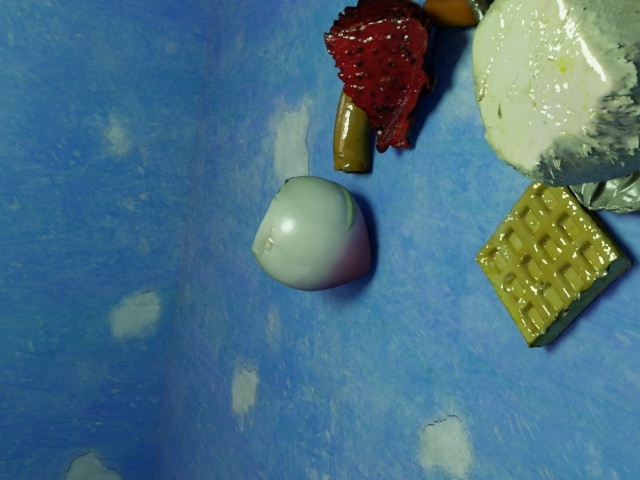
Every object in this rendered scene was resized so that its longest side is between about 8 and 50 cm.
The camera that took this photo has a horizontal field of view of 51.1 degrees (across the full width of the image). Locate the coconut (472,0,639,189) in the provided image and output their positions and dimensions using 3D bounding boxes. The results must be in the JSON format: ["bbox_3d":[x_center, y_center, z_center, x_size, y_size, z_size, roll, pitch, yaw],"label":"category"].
[{"bbox_3d":[0.383,-0.216,0.848,0.297,0.309,0.297,36,131,55],"label":"coconut"}]

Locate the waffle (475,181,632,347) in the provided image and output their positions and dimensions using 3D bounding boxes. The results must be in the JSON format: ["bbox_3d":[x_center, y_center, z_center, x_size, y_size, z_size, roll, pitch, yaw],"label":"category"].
[{"bbox_3d":[0.395,0.031,1.173,0.248,0.055,0.221,-61,38,39],"label":"waffle"}]

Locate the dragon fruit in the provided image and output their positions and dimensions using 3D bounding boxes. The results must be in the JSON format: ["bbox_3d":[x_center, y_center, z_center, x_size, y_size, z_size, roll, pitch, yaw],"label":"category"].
[{"bbox_3d":[0.188,-0.392,1.522,0.228,0.286,0.329,-10,120,26],"label":"dragon fruit"}]

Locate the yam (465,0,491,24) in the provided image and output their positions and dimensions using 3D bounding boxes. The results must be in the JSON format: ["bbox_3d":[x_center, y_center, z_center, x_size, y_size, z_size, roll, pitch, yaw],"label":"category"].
[{"bbox_3d":[0.314,-0.424,1.277,0.045,0.045,0.327,-23,85,13],"label":"yam"}]

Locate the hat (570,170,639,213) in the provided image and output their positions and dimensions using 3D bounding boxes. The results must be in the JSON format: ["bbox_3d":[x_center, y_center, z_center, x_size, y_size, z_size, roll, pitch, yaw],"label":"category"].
[{"bbox_3d":[0.481,-0.172,1.037,0.245,0.149,0.214,-46,39,-5],"label":"hat"}]

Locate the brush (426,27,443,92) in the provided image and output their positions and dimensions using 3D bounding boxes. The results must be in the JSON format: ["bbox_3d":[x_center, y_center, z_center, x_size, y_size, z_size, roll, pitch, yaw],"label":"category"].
[{"bbox_3d":[0.257,-0.415,1.503,0.051,0.014,0.164,25,108,57],"label":"brush"}]

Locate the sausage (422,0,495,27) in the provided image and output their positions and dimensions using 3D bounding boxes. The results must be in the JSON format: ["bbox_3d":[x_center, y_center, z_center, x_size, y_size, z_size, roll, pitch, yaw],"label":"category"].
[{"bbox_3d":[0.285,-0.483,1.396,0.197,0.076,0.076,25,109,59],"label":"sausage"}]

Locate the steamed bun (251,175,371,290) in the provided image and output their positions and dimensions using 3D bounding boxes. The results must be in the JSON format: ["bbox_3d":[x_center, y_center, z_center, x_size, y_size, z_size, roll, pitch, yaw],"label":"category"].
[{"bbox_3d":[0.000,0.000,1.686,0.309,0.309,0.309,-10,78,60],"label":"steamed bun"}]

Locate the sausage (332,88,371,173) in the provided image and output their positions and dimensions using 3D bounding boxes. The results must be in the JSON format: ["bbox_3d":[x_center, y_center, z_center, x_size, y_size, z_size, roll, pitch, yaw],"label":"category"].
[{"bbox_3d":[0.089,-0.303,1.700,0.109,0.109,0.270,18,100,60],"label":"sausage"}]
